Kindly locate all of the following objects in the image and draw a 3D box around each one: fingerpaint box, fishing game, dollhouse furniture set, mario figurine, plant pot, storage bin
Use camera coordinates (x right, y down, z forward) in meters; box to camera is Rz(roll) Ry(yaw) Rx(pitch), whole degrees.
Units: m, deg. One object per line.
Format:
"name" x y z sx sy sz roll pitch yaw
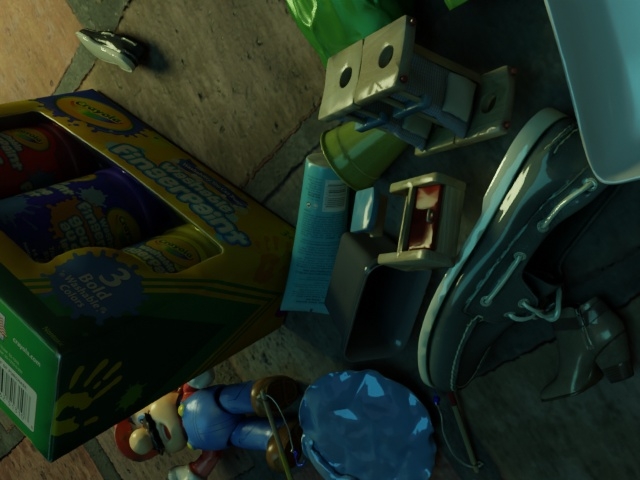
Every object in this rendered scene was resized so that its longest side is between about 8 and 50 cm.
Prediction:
"fingerpaint box" -0.305 -0.006 0.916 0.445 0.371 0.163 35 125 24
"fishing game" 0.060 0.241 0.919 0.264 0.041 0.189 -16 101 26
"dollhouse furniture set" 0.080 -0.078 0.668 0.129 0.129 0.183 -10 67 59
"mario figurine" -0.186 0.275 1.059 0.321 0.170 0.198 -10 66 33
"plant pot" 0.057 -0.106 0.788 0.079 0.083 0.083 -35 83 30
"storage bin" 0.061 0.055 0.841 0.091 0.098 0.135 54 138 47

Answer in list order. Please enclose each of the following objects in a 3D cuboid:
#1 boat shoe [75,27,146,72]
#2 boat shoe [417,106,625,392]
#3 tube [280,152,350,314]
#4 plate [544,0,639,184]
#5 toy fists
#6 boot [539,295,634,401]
"boat shoe" -0.292 -0.272 1.024 0.125 0.038 0.046 29 165 34
"boat shoe" 0.188 0.036 0.708 0.099 0.116 0.319 35 120 28
"tube" 0.000 0.000 0.884 0.080 0.052 0.207 7 115 0
"plate" 0.308 -0.206 0.537 0.278 0.045 0.277 -15 98 30
"toy fists" 0.080 -0.274 0.689 0.279 0.096 0.142 -19 105 40
"boot" 0.253 0.107 0.736 0.118 0.042 0.087 -33 79 41
